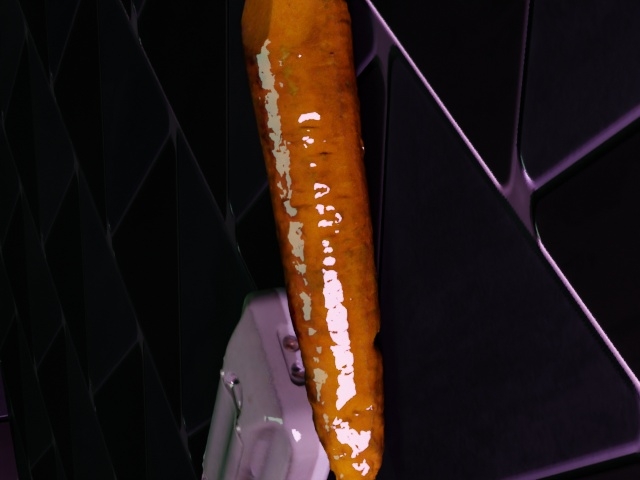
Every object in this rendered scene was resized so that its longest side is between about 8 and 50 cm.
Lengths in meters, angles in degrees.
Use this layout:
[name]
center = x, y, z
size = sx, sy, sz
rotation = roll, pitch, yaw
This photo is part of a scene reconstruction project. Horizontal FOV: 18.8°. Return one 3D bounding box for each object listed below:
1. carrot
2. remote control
[carrot]
center = 0.000, 0.000, 1.127
size = 0.066, 0.066, 0.314
rotation = -154, 56, -72
[remote control]
center = -0.048, 0.166, 1.396
size = 0.335, 0.065, 0.128
rotation = 104, 151, -56
